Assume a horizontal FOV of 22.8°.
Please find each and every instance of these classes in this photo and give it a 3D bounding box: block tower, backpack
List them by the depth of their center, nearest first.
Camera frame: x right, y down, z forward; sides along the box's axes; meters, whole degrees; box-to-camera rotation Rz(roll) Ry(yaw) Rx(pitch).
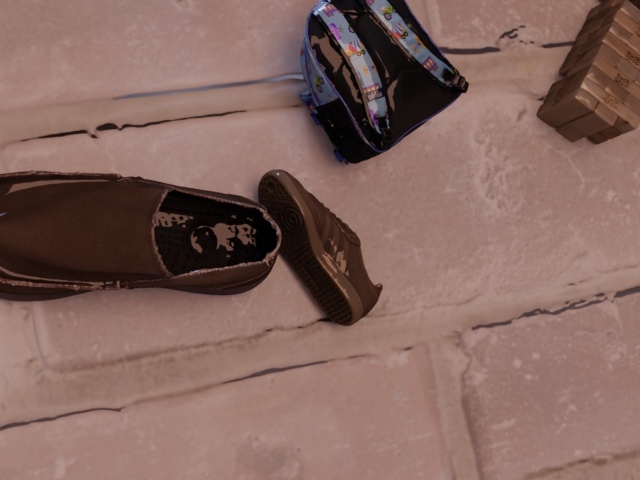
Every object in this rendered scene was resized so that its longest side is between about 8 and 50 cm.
[{"bbox_3d":[0.048,-0.189,1.733,0.158,0.117,0.173,-37,97,-26],"label":"backpack"},{"bbox_3d":[0.382,-0.268,1.921,0.091,0.097,0.335,35,69,-15],"label":"block tower"}]

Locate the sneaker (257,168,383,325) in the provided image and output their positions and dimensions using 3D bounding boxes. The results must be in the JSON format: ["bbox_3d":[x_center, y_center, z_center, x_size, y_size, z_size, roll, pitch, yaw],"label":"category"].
[{"bbox_3d":[0.000,0.000,1.712,0.071,0.066,0.188,-36,101,-43],"label":"sneaker"}]

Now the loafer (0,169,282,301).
[{"bbox_3d":[-0.199,-0.016,1.574,0.366,0.130,0.133,-1,80,-25],"label":"loafer"}]
